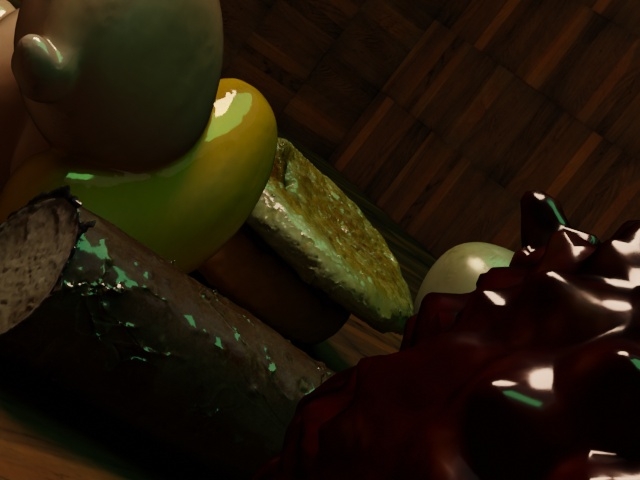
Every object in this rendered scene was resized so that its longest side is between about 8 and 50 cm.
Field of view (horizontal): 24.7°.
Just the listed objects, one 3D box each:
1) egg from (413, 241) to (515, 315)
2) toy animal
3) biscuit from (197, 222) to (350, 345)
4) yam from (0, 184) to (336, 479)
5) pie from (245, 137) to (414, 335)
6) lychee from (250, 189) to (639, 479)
[{"bbox_3d":[0.202,0.135,1.636,0.295,0.218,0.218,64,-3,-21],"label":"egg"},{"bbox_3d":[-0.212,-0.100,1.164,0.247,0.277,0.345,24,-27,30],"label":"toy animal"},{"bbox_3d":[-0.086,0.004,1.669,0.296,0.102,0.296,46,10,-10],"label":"biscuit"},{"bbox_3d":[-0.103,0.082,0.997,0.280,0.131,0.131,35,7,-27],"label":"yam"},{"bbox_3d":[0.000,0.000,1.581,0.277,0.078,0.277,46,15,-16],"label":"pie"},{"bbox_3d":[0.155,0.176,0.548,0.424,0.424,0.500,32,30,-37],"label":"lychee"}]
